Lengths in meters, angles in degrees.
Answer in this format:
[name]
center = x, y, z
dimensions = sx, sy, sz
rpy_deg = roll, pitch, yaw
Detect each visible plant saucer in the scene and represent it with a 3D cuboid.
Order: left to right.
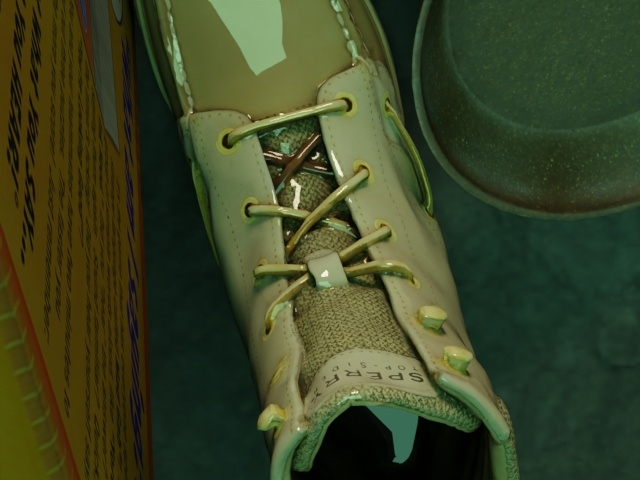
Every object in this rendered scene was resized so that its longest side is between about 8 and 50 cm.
[plant saucer]
center = 0.121, -0.097, 0.644
dimensions = 0.198, 0.036, 0.199
rpy_deg = -14, 132, -16

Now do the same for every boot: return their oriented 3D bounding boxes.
[boot]
center = 0.000, 0.000, 0.602
dimensions = 0.095, 0.203, 0.262
rpy_deg = -16, 113, 2

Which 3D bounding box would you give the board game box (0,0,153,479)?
[board game box]
center = -0.248, -0.077, 0.434
dimensions = 0.356, 0.357, 0.356
rpy_deg = -8, 133, -1
